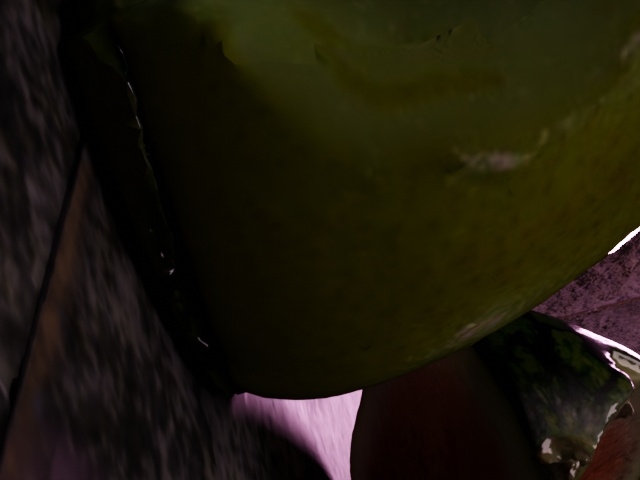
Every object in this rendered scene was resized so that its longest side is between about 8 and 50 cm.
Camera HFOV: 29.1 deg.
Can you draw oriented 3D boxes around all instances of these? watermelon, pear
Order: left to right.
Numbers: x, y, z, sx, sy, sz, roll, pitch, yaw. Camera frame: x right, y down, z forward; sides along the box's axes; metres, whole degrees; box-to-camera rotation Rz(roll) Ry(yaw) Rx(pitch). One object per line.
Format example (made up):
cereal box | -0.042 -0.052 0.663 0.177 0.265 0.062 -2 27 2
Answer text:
pear | 0.049 -0.099 0.409 0.159 0.292 0.292 97 -21 -79
watermelon | 0.098 0.124 0.580 0.303 0.128 0.159 98 -19 -46
